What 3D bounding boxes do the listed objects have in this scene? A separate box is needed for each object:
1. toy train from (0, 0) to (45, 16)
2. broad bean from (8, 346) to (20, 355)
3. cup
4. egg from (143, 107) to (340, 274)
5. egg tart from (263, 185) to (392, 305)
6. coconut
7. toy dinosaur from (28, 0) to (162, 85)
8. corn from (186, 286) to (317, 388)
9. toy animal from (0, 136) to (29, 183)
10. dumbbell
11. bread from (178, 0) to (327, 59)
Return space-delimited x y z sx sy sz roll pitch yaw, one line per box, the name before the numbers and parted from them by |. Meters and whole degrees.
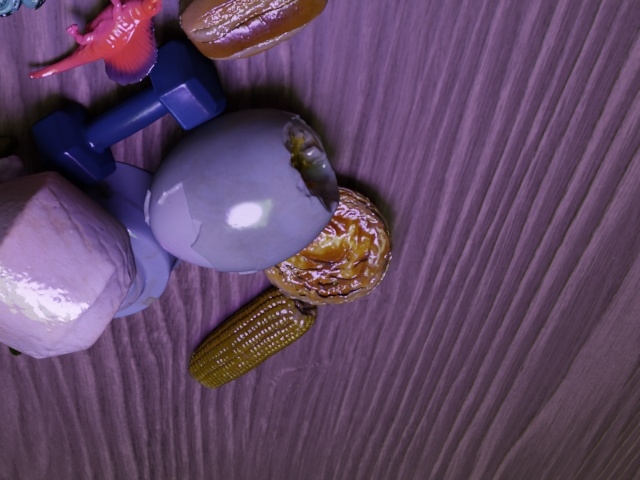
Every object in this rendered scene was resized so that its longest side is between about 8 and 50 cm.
toy train | -0.506 -0.458 1.141 0.301 0.120 0.202 30 119 -29
broad bean | -0.668 0.171 1.748 0.069 0.039 0.226 -10 132 -7
cup | -0.426 0.027 1.565 0.348 0.163 0.347 -4 132 -4
egg | -0.148 -0.077 1.427 0.336 0.278 0.278 -25 131 16
egg tart | 0.000 0.000 1.631 0.297 0.132 0.297 1 119 2
coconut | -0.466 0.031 1.297 0.329 0.328 0.328 -4 133 -4
toy dinosaur | -0.341 -0.296 1.297 0.286 0.070 0.139 -35 91 25
corn | -0.159 0.220 1.801 0.344 0.131 0.131 -38 126 25
toy animal | -0.665 -0.077 1.435 0.180 0.181 0.363 20 128 -34
dumbbell | -0.324 -0.211 1.372 0.325 0.159 0.144 -26 161 17
bread | -0.109 -0.371 1.280 0.236 0.106 0.140 -23 133 14
